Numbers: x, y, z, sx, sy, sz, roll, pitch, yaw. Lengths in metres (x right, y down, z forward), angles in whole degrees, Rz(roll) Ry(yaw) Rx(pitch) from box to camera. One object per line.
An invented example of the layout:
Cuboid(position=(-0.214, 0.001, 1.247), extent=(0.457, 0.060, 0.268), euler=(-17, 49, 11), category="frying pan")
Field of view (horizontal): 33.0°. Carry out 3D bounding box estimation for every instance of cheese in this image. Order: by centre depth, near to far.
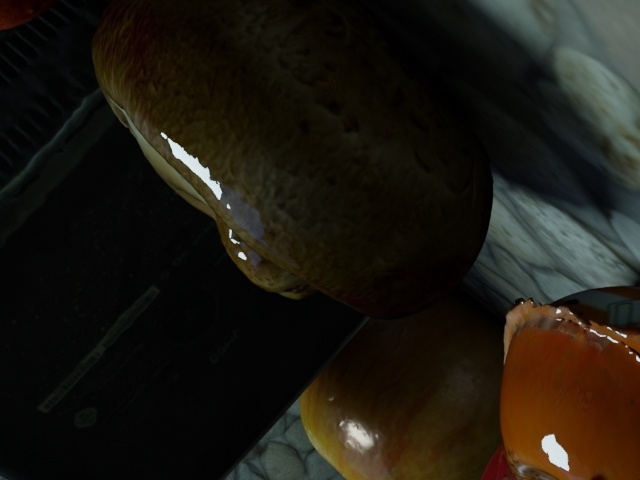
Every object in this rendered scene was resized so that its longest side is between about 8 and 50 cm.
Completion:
Cuboid(position=(0.190, 0.101, 0.577), extent=(0.217, 0.129, 0.329), euler=(44, 164, 9), category="cheese")

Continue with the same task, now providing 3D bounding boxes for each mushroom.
Cuboid(position=(-0.016, -0.058, 0.598), extent=(0.253, 0.153, 0.253), euler=(39, 176, 3), category="mushroom")

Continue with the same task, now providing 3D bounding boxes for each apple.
Cuboid(position=(0.114, 0.179, 1.194), extent=(0.286, 0.233, 0.286), euler=(39, 174, 5), category="apple")

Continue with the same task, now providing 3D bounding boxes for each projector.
Cuboid(position=(-0.167, 0.008, 0.928), extent=(0.242, 0.395, 0.405), euler=(40, 175, 42), category="projector")

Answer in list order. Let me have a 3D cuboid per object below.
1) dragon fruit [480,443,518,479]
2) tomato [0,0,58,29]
Cuboid(position=(0.230, 0.230, 0.833), extent=(0.241, 0.241, 0.252), euler=(39, -167, 29), category="dragon fruit")
Cuboid(position=(-0.220, -0.227, 0.681), extent=(0.187, 0.151, 0.187), euler=(175, 90, -79), category="tomato")
